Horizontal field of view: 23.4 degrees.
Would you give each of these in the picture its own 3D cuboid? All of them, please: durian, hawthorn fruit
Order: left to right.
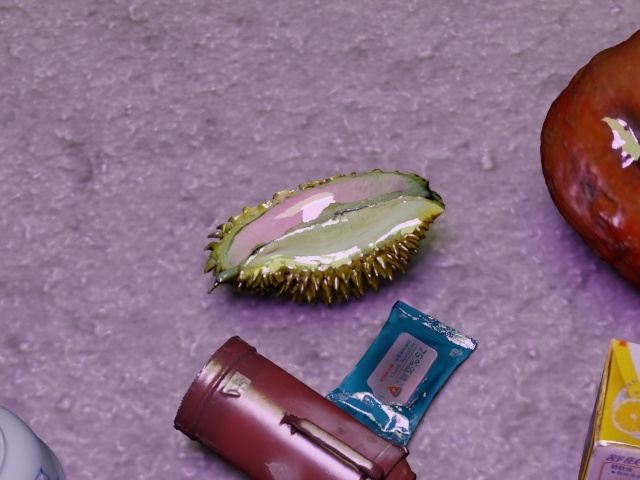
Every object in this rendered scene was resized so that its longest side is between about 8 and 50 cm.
[{"bbox_3d":[0.001,0.007,1.389,0.220,0.095,0.137,-14,21,-5],"label":"durian"},{"bbox_3d":[0.327,-0.067,1.343,0.258,0.258,0.262,-37,99,-21],"label":"hawthorn fruit"}]

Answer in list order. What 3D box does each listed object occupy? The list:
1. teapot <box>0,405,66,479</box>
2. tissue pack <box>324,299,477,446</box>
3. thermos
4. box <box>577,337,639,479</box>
[{"bbox_3d":[-0.290,0.195,1.235,0.159,0.159,0.232,-3,55,0],"label":"teapot"},{"bbox_3d":[0.069,0.117,1.349,0.085,0.028,0.138,29,57,16],"label":"tissue pack"},{"bbox_3d":[0.000,0.177,1.255,0.232,0.124,0.099,33,67,14],"label":"thermos"},{"bbox_3d":[0.340,0.183,1.212,0.265,0.168,0.097,9,53,10],"label":"box"}]
